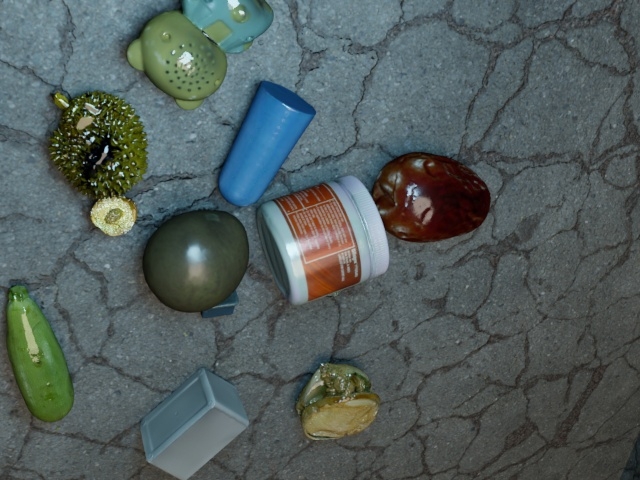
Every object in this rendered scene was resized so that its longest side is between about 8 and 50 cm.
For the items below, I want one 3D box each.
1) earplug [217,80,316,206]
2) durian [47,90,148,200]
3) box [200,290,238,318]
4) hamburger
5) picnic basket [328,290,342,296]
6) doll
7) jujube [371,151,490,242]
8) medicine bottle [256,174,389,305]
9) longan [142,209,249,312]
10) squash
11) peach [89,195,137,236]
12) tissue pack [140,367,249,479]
[{"bbox_3d":[-0.133,-0.193,1.466,0.133,0.132,0.272,17,117,-33],"label":"earplug"},{"bbox_3d":[-0.431,-0.183,1.318,0.193,0.137,0.237,-38,129,3],"label":"durian"},{"bbox_3d":[-0.258,0.151,1.674,0.099,0.074,0.054,-6,138,-22],"label":"box"},{"bbox_3d":[0.047,0.476,1.994,0.243,0.146,0.286,-24,136,-1],"label":"hamburger"},{"bbox_3d":[0.021,0.111,1.789,0.065,0.083,0.083,-24,173,-10],"label":"picnic basket"},{"bbox_3d":[-0.222,-0.382,1.268,0.260,0.161,0.177,-45,131,5],"label":"doll"},{"bbox_3d":[0.276,-0.102,1.680,0.318,0.223,0.223,3,121,-36],"label":"jujube"},{"bbox_3d":[0.000,0.000,1.573,0.241,0.252,0.252,-20,128,-12],"label":"medicine bottle"},{"bbox_3d":[-0.269,0.038,1.496,0.248,0.248,0.248,-13,126,-18],"label":"longan"},{"bbox_3d":[-0.643,0.269,1.539,0.119,0.118,0.370,-13,124,-18],"label":"squash"},{"bbox_3d":[-0.441,-0.059,1.447,0.098,0.061,0.098,-4,101,-22],"label":"peach"},{"bbox_3d":[-0.339,0.486,1.804,0.246,0.159,0.136,-41,128,5],"label":"tissue pack"}]
